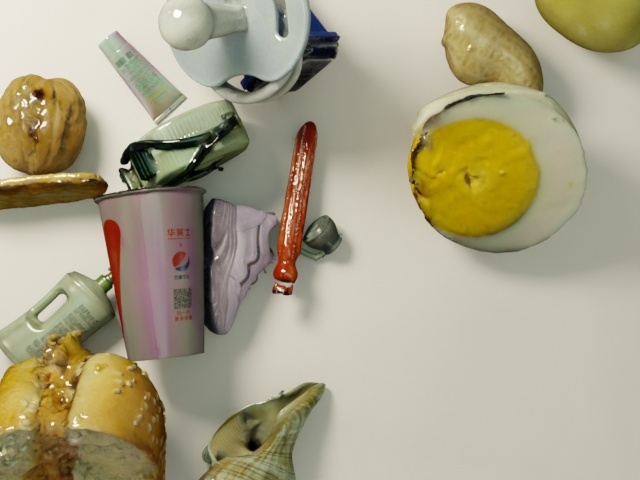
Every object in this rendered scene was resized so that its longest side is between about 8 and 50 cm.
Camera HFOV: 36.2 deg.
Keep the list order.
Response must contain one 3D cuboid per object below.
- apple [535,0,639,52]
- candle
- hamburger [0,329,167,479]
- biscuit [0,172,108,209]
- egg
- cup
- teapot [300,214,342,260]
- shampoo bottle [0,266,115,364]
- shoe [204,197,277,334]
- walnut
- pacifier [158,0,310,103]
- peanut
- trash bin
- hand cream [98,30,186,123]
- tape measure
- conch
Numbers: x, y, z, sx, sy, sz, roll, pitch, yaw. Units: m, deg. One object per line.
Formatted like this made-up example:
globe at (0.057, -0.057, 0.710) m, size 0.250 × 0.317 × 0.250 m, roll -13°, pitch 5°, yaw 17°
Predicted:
apple at (0.523, -0.472, 1.799) m, size 0.263 × 0.262 × 0.262 m, roll 0°, pitch 87°, yaw -6°
candle at (-0.046, -0.059, 1.796) m, size 0.048 × 0.051 × 0.329 m, roll 14°, pitch 78°, yaw -23°
hamburger at (-0.389, 0.301, 1.611) m, size 0.268 × 0.445 × 0.286 m, roll -5°, pitch 58°, yaw -4°
biscuit at (-0.500, -0.088, 1.729) m, size 0.247 × 0.118 × 0.029 m, roll -6°, pitch 76°, yaw -7°
egg at (0.313, -0.161, 1.767) m, size 0.337 × 0.201 × 0.337 m, roll 3°, pitch 128°, yaw 4°
cup at (-0.283, 0.060, 1.700) m, size 0.203 × 0.203 × 0.288 m, roll -6°, pitch 86°, yaw -6°
teapot at (0.000, 0.000, 1.809) m, size 0.088 × 0.066 × 0.057 m, roll -42°, pitch 110°, yaw 15°
shampoo bottle at (-0.449, 0.134, 1.737) m, size 0.234 × 0.087 × 0.118 m, roll -42°, pitch 96°, yaw -7°
shoe at (-0.150, 0.049, 1.774) m, size 0.138 × 0.095 × 0.244 m, roll 3°, pitch 91°, yaw -22°
walnut at (-0.492, -0.197, 1.723) m, size 0.156 × 0.155 × 0.184 m, roll 6°, pitch 86°, yaw -6°
pacifier at (-0.166, -0.340, 1.578) m, size 0.300 × 0.233 × 0.244 m, roll 0°, pitch 99°, yaw 35°
peanut at (0.323, -0.334, 1.829) m, size 0.253 × 0.122 × 0.137 m, roll 38°, pitch 93°, yaw -7°
trash bin at (-0.102, -0.383, 1.759) m, size 0.184 × 0.162 × 0.234 m, roll -35°, pitch 82°, yaw 30°
hand cream at (-0.333, -0.303, 1.797) m, size 0.076 × 0.047 × 0.174 m, roll -43°, pitch 101°, yaw -7°
tape measure at (-0.242, -0.150, 1.717) m, size 0.235 × 0.207 × 0.115 m, roll -26°, pitch 93°, yaw -9°
conch at (-0.122, 0.406, 1.733) m, size 0.203 × 0.169 × 0.386 m, roll 24°, pitch 42°, yaw 19°
